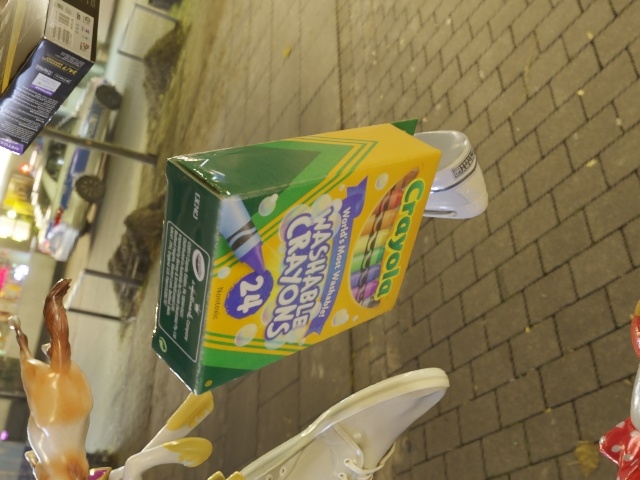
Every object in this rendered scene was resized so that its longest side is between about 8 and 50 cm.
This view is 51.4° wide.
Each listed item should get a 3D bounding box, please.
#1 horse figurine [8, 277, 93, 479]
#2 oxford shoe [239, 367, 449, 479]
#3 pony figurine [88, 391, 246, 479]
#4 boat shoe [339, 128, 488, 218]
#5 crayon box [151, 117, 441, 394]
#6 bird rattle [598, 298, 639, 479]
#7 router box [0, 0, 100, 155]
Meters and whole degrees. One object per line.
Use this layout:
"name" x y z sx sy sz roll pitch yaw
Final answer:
"horse figurine" -0.274 0.179 0.691 0.174 0.066 0.263 24 116 50
"oxford shoe" 0.037 0.347 1.055 0.449 0.169 0.130 -41 54 23
"pony figurine" -0.282 0.410 0.917 0.303 0.363 0.351 30 133 47
"boat shoe" 0.102 -0.079 1.024 0.367 0.156 0.136 5 49 46
"crayon box" 0.000 0.000 0.662 0.083 0.323 0.203 35 127 34
"bird rattle" 0.266 0.071 0.486 0.143 0.207 0.253 32 99 36
"router box" -0.447 -0.328 1.065 0.243 0.081 0.309 -35 49 34
